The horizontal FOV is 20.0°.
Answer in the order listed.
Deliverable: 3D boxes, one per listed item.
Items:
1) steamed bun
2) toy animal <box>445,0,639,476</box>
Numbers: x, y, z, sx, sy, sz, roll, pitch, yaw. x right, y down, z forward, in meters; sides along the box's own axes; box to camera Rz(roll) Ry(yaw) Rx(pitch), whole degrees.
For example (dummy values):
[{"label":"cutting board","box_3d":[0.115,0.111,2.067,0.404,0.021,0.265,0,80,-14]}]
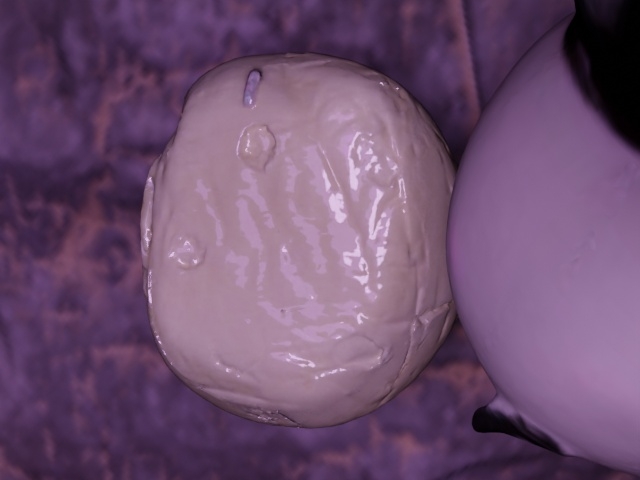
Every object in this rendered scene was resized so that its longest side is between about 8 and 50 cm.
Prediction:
[{"label":"steamed bun","box_3d":[0.000,0.000,0.642,0.112,0.091,0.130,4,93,20]},{"label":"toy animal","box_3d":[0.134,-0.031,0.543,0.165,0.187,0.235,31,130,14]}]
